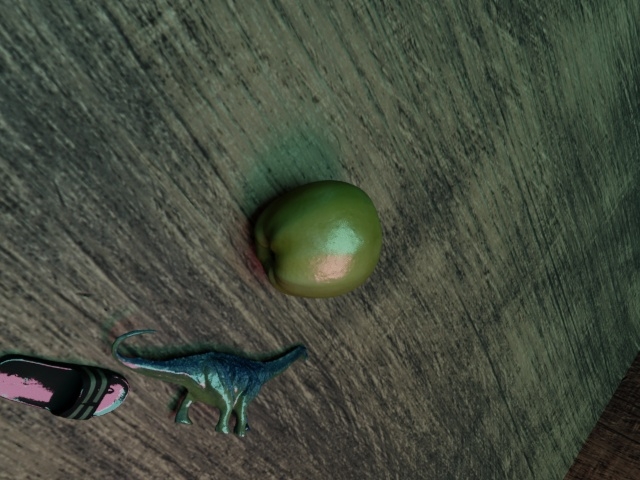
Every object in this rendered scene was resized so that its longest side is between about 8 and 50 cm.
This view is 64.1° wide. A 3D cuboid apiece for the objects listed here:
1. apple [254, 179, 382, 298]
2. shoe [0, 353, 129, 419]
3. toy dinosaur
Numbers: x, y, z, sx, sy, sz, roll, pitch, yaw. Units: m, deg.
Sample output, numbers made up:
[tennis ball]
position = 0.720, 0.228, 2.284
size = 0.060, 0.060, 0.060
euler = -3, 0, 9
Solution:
[apple]
position = 0.000, 0.000, 0.789
size = 0.200, 0.200, 0.200
euler = -11, 108, -35
[shoe]
position = -0.334, 0.199, 0.668
size = 0.179, 0.049, 0.071
euler = 30, 84, -39
[toy dinosaur]
position = -0.156, 0.227, 0.800
size = 0.363, 0.076, 0.147
euler = 16, 72, -40
